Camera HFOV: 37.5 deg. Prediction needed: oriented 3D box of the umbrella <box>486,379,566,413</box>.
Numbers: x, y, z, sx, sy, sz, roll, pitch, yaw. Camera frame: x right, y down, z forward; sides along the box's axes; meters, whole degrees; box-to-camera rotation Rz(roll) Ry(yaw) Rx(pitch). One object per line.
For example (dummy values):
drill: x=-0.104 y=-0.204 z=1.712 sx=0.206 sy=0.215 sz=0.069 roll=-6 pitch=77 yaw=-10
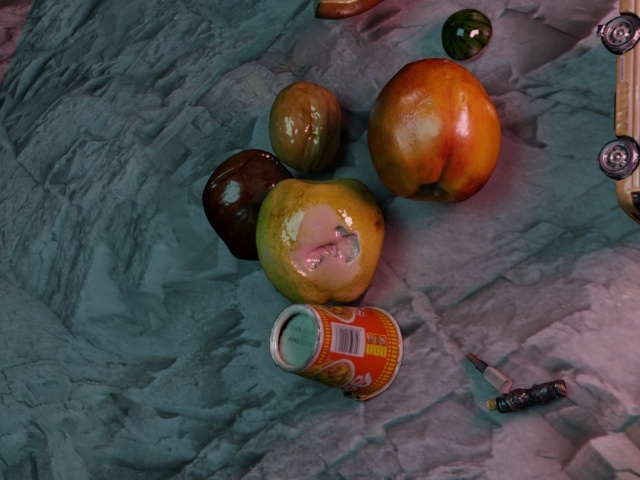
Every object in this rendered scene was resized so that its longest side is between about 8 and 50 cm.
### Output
umbrella: x=0.346 y=0.265 z=1.588 sx=0.144 sy=0.040 sz=0.037 roll=-23 pitch=104 yaw=36

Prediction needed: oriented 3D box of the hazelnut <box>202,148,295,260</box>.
hazelnut: x=-0.135 y=-0.079 z=2.035 sx=0.218 sy=0.218 sz=0.234 roll=-31 pitch=92 yaw=32

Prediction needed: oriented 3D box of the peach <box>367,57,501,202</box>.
peach: x=0.208 y=-0.204 z=1.719 sx=0.281 sy=0.238 sz=0.281 roll=-171 pitch=90 yaw=-78

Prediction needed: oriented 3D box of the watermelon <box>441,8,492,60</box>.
watermelon: x=0.277 y=-0.407 z=1.838 sx=0.105 sy=0.062 sz=0.105 roll=-14 pitch=66 yaw=35

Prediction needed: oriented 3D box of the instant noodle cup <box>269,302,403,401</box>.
instant noodle cup: x=0.019 y=0.202 z=1.789 sx=0.193 sy=0.212 sz=0.193 roll=-14 pitch=69 yaw=40

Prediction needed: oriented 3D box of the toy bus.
toy bus: x=0.549 y=-0.211 z=1.449 sx=0.202 sy=0.177 sz=0.365 roll=-5 pitch=73 yaw=36

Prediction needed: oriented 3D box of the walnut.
walnut: x=-0.033 y=-0.240 z=2.008 sx=0.159 sy=0.159 sz=0.207 roll=-17 pitch=67 yaw=39

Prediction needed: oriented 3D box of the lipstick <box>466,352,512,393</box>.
lipstick: x=0.292 y=0.229 z=1.659 sx=0.107 sy=0.025 sz=0.025 roll=42 pitch=107 yaw=49

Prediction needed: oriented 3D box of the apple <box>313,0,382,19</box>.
apple: x=0.072 y=-0.598 z=1.998 sx=0.254 sy=0.179 sz=0.346 roll=-20 pitch=54 yaw=39

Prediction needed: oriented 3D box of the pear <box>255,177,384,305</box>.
pear: x=0.000 y=0.000 z=1.849 sx=0.271 sy=0.271 sz=0.271 roll=-14 pitch=68 yaw=40
